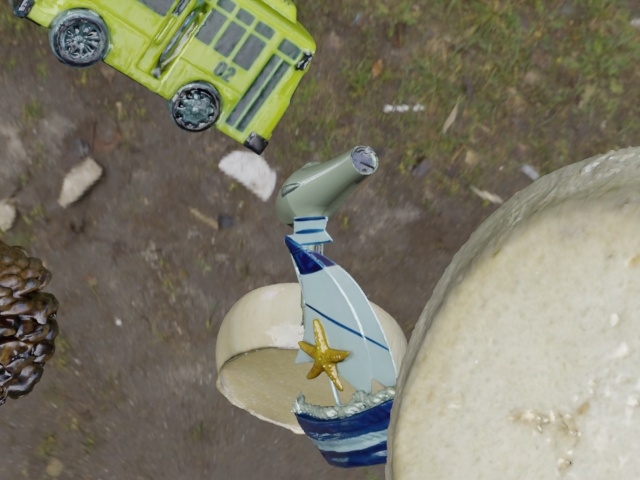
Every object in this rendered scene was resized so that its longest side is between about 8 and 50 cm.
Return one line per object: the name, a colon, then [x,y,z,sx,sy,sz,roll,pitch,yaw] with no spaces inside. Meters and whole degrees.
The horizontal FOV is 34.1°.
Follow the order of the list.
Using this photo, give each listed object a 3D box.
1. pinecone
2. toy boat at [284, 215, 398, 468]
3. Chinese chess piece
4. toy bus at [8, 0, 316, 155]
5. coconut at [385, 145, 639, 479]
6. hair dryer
pinecone: [-0.460,0.112,1.403,0.243,0.243,0.257,-19,100,-11]
toy boat: [0.024,0.110,1.194,0.067,0.220,0.291,-10,85,-42]
Chinese chess piece: [-0.015,0.210,1.802,0.338,0.338,0.141,12,56,-3]
toy bus: [-0.134,-0.199,0.934,0.262,0.128,0.150,29,104,-34]
coconut: [0.162,0.094,0.420,0.265,0.237,0.237,13,67,-46]
hair dryer: [0.011,-0.029,1.356,0.088,0.219,0.225,10,49,-23]
